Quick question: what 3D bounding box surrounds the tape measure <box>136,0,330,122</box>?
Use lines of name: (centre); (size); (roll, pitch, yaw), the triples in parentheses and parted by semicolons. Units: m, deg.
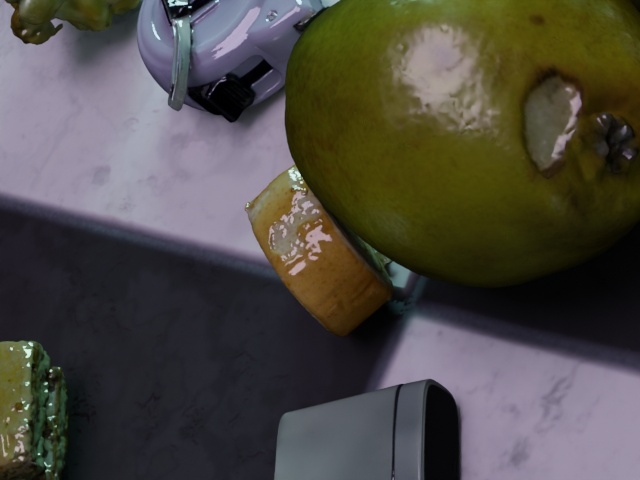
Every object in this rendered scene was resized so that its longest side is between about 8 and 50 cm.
tape measure: (-0.086, -0.203, 1.464); (0.178, 0.105, 0.196); (-41, 49, 11)

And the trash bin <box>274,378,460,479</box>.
trash bin: (0.034, 0.170, 1.191); (0.130, 0.059, 0.116); (-16, 55, 30)

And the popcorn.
popcorn: (-0.261, -0.308, 1.573); (0.183, 0.221, 0.204); (-34, 38, 10)

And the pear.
pear: (0.113, -0.094, 1.158); (0.321, 0.269, 0.269); (17, 75, 49)

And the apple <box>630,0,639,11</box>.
apple: (0.217, -0.235, 1.259); (0.126, 0.102, 0.126); (-17, 57, 28)

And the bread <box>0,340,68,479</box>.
bread: (-0.306, 0.178, 1.409); (0.196, 0.102, 0.138); (-21, 57, 22)

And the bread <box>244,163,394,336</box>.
bread: (0.000, 0.000, 1.271); (0.073, 0.122, 0.149); (-38, 49, 8)
